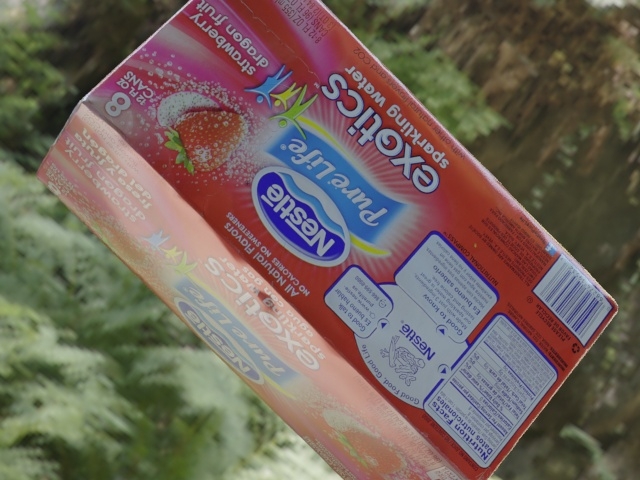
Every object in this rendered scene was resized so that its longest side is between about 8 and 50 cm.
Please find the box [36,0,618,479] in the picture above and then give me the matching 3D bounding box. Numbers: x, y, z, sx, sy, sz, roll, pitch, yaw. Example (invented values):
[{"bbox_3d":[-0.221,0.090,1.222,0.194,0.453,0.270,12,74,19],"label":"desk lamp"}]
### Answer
[{"bbox_3d":[0.000,0.000,0.752,0.257,0.128,0.122,45,-26,-5],"label":"box"}]
